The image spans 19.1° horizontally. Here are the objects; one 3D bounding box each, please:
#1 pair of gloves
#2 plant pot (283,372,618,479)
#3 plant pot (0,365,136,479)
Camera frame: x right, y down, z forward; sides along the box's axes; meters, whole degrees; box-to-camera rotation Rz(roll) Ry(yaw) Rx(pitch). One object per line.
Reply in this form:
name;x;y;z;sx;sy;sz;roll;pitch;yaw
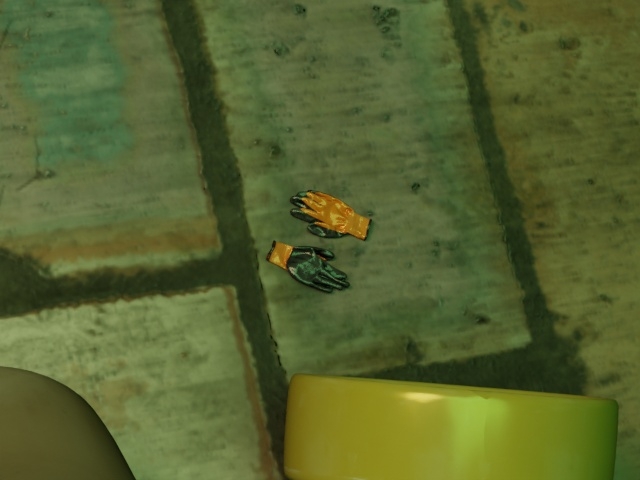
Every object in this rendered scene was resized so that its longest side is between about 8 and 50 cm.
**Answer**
pair of gloves;0.000;0.000;1.605;0.074;0.010;0.083;25;68;-7
plant pot;0.093;0.228;1.442;0.254;0.254;0.239;5;87;-15
plant pot;-0.223;0.246;1.295;0.323;0.323;0.280;4;38;-15
